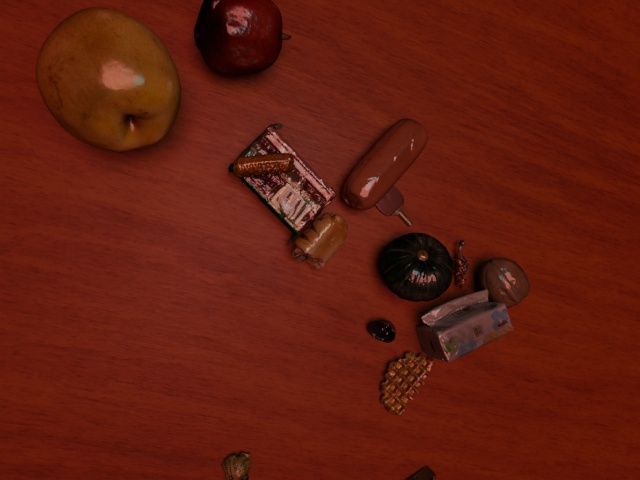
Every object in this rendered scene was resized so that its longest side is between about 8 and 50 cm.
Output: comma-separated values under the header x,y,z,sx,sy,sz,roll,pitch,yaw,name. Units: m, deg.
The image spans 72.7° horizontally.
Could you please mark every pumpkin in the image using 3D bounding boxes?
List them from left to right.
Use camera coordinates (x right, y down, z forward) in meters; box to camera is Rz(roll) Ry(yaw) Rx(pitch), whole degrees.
x,y,z,sx,sy,sz,roll,pitch,yaw,name
0.275,0.077,1.254,0.212,0.152,0.211,7,54,-10,pumpkin

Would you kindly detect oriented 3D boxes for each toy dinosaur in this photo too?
x,y,z,sx,sy,sz,roll,pitch,yaw,name
0.431,0.074,1.344,0.055,0.049,0.154,1,96,-11,toy dinosaur

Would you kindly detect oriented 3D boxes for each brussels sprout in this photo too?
x,y,z,sx,sy,sz,roll,pitch,yaw,name
-0.227,0.633,1.191,0.085,0.058,0.085,-2,107,-6,brussels sprout

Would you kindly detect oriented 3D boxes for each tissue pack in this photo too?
x,y,z,sx,sy,sz,roll,pitch,yaw,name
0.413,0.241,1.289,0.230,0.159,0.145,-20,91,-13,tissue pack

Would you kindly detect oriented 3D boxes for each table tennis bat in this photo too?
x,y,z,sx,sy,sz,roll,pitch,yaw,name
0.223,-0.104,1.312,0.156,0.013,0.087,46,79,-8,table tennis bat

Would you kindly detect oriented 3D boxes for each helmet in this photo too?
x,y,z,sx,sy,sz,roll,pitch,yaw,name
0.186,0.260,1.288,0.084,0.049,0.065,27,118,13,helmet

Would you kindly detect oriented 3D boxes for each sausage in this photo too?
x,y,z,sx,sy,sz,roll,pitch,yaw,name
0.179,-0.214,1.243,0.121,0.121,0.304,42,81,-11,sausage

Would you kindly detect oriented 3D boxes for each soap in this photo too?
x,y,z,sx,sy,sz,roll,pitch,yaw,name
-0.103,-0.155,1.187,0.273,0.098,0.218,45,81,-10,soap

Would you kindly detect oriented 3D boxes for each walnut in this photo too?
x,y,z,sx,sy,sz,roll,pitch,yaw,name
0.558,0.128,1.334,0.140,0.140,0.162,-33,85,-11,walnut

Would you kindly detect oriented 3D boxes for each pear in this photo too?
x,y,z,sx,sy,sz,roll,pitch,yaw,name
-0.476,-0.361,0.994,0.315,0.314,0.313,0,91,-14,pear

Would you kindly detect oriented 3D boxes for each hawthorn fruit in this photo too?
x,y,z,sx,sy,sz,roll,pitch,yaw,name
-0.193,-0.530,1.110,0.250,0.215,0.215,-14,94,-26,hawthorn fruit

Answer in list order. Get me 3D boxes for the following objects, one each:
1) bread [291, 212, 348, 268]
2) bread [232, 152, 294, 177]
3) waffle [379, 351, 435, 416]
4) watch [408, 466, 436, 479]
x,y,z,sx,sy,sz,roll,pitch,yaw,name
0.000,0.000,1.213,0.177,0.084,0.119,-46,136,-10,bread
-0.144,-0.192,1.103,0.157,0.044,0.052,-8,102,-10,bread
0.261,0.432,1.310,0.161,0.046,0.191,7,90,-13,waffle
0.262,0.829,1.302,0.269,0.102,0.164,-30,105,-20,watch
